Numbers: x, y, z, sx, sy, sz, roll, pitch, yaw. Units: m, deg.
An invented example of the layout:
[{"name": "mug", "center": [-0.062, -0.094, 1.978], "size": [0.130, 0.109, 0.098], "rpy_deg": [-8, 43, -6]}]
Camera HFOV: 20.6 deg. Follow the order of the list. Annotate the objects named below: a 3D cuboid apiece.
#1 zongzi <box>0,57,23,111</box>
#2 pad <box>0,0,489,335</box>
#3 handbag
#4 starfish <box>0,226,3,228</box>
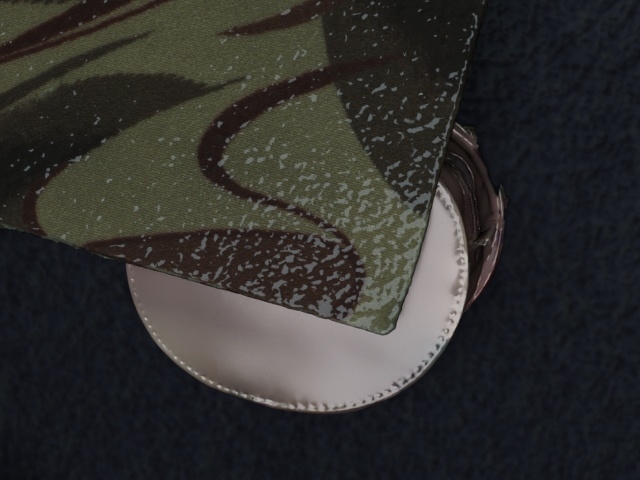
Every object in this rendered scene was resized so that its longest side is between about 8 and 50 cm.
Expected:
[{"name": "zongzi", "center": [-0.173, -0.058, 1.013], "size": [0.104, 0.052, 0.113], "rpy_deg": [4, 69, -13]}, {"name": "pad", "center": [-0.086, -0.095, 0.968], "size": [0.330, 0.004, 0.220], "rpy_deg": [15, 88, 12]}, {"name": "handbag", "center": [0.000, 0.000, 1.018], "size": [0.205, 0.116, 0.179], "rpy_deg": [9, 99, 8]}, {"name": "starfish", "center": [-0.298, -0.021, 1.077], "size": [0.293, 0.084, 0.301], "rpy_deg": [-37, 96, 10]}]
